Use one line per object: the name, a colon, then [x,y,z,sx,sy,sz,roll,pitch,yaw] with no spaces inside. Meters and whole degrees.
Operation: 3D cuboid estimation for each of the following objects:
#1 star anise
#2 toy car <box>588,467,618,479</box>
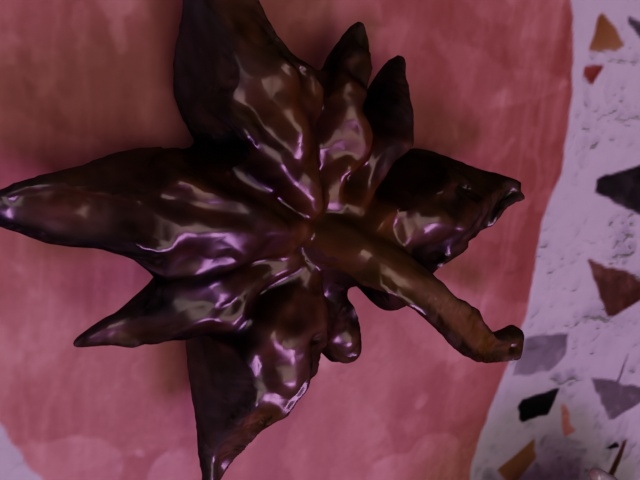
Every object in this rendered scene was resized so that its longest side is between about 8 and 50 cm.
star anise: [-0.002,0.000,0.463,0.292,0.109,0.350,-30,120,-7]
toy car: [0.235,0.322,0.663,0.270,0.180,0.212,45,77,-30]
